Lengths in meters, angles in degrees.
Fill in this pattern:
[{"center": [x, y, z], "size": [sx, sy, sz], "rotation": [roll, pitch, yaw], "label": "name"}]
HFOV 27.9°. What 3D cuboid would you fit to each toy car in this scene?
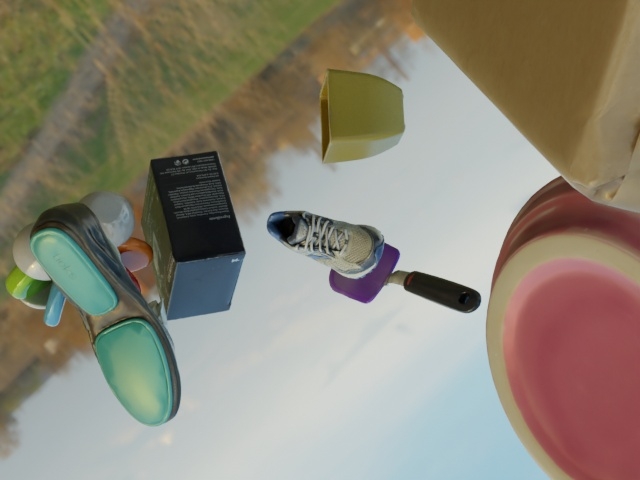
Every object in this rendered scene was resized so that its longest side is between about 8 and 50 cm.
[{"center": [-0.288, 0.037, 1.576], "size": [0.182, 0.136, 0.159], "rotation": [-30, 168, -25], "label": "toy car"}]

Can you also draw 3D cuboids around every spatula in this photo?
[{"center": [0.097, 0.047, 1.498], "size": [0.084, 0.030, 0.296], "rotation": [-58, -154, -8], "label": "spatula"}]

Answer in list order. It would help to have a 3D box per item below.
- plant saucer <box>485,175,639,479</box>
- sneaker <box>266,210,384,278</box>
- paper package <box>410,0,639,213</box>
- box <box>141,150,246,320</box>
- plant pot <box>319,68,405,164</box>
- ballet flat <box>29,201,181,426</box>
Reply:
[{"center": [0.250, 0.102, 1.048], "size": [0.084, 0.332, 0.332], "rotation": [-19, 169, -35], "label": "plant saucer"}, {"center": [0.000, 0.000, 1.192], "size": [0.135, 0.058, 0.052], "rotation": [12, -95, 46], "label": "sneaker"}, {"center": [0.193, -0.202, 0.674], "size": [0.325, 0.168, 0.309], "rotation": [-113, -146, -65], "label": "paper package"}, {"center": [-0.167, -0.005, 1.660], "size": [0.093, 0.158, 0.156], "rotation": [-9, 151, -18], "label": "box"}, {"center": [0.045, -0.130, 1.359], "size": [0.083, 0.081, 0.081], "rotation": [0, 166, -6], "label": "plant pot"}, {"center": [-0.225, 0.075, 1.458], "size": [0.095, 0.280, 0.096], "rotation": [-17, -158, 23], "label": "ballet flat"}]
